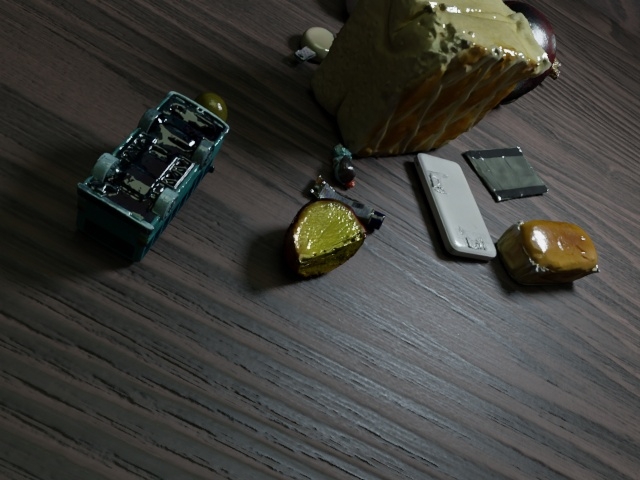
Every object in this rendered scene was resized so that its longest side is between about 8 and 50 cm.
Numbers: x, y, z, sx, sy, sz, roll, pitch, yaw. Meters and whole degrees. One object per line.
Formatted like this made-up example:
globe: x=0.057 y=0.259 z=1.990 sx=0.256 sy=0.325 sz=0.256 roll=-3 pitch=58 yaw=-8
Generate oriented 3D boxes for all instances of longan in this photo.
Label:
longan: x=-0.216 y=-0.253 z=1.083 sx=0.075 sy=0.075 sz=0.083 roll=51 pitch=5 yaw=13

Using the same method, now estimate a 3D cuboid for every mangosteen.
mangosteen: x=0.552 y=-0.544 z=1.627 sx=0.300 sy=0.300 sz=0.300 roll=16 pitch=49 yaw=-20

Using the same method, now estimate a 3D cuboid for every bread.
bread: x=0.538 y=0.026 z=1.286 sx=0.241 sy=0.107 sz=0.136 roll=2 pitch=58 yaw=-29
bread: x=0.235 y=-0.389 z=1.250 sx=0.371 sy=0.390 sz=0.280 roll=-8 pitch=68 yaw=-37

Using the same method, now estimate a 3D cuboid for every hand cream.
hand cream: x=0.056 y=-0.074 z=1.127 sx=0.163 sy=0.039 sz=0.062 roll=29 pitch=47 yaw=0

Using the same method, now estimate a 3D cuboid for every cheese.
cheese: x=-0.011 y=-0.486 z=1.399 sx=0.092 sy=0.048 sz=0.171 roll=23 pitch=46 yaw=-10

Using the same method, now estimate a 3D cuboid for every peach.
peach: x=0.000 y=0.004 z=0.989 sx=0.127 sy=0.092 sz=0.172 roll=36 pitch=57 yaw=5

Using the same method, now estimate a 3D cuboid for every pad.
pad: x=0.507 y=-0.185 z=1.494 sx=0.233 sy=0.022 sz=0.174 roll=-12 pitch=64 yaw=-36

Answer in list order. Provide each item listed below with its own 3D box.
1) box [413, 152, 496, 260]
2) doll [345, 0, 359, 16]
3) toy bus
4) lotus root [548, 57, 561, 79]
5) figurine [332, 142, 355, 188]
box: x=0.310 y=-0.083 z=1.278 sx=0.142 sy=0.044 sz=0.285 roll=8 pitch=52 yaw=-29
doll: x=0.146 y=-0.755 z=1.645 sx=0.150 sy=0.151 sz=0.287 roll=19 pitch=45 yaw=-18
toy bus: x=-0.263 y=-0.105 z=0.876 sx=0.128 sy=0.147 sz=0.256 roll=32 pitch=50 yaw=-7
lotus root: x=0.718 y=-0.698 z=1.933 sx=0.343 sy=0.151 sz=0.169 roll=47 pitch=46 yaw=14
figurine: x=0.050 y=-0.163 z=1.186 sx=0.060 sy=0.047 sz=0.106 roll=57 pitch=20 yaw=-44
